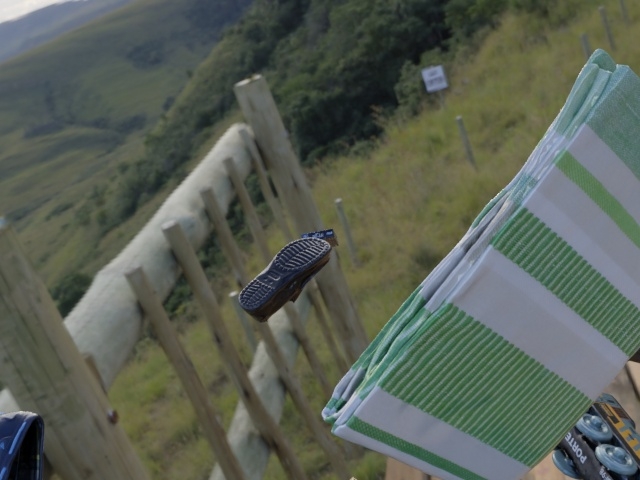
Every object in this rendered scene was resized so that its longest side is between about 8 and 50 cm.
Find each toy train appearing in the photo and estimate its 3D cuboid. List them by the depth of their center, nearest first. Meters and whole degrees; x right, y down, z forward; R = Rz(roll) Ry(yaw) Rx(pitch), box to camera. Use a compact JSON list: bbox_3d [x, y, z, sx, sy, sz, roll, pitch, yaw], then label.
[{"bbox_3d":[0.556,0.410,1.500,0.190,0.142,0.334,12,22,-17],"label":"toy train"}]

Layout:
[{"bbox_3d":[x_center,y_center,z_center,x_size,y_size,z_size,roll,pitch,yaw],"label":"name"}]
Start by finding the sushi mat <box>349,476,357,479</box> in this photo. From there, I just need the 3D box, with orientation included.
[{"bbox_3d":[-0.028,0.640,1.660,0.316,0.019,0.151,-43,2,-6],"label":"sushi mat"}]

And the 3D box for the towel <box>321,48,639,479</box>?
[{"bbox_3d":[0.175,0.051,0.596,0.324,0.248,0.038,-53,37,4],"label":"towel"}]

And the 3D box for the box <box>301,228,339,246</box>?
[{"bbox_3d":[0.000,0.000,1.589,0.067,0.018,0.083,-11,-15,7],"label":"box"}]

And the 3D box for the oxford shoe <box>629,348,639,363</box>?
[{"bbox_3d":[0.716,0.257,1.842,0.096,0.227,0.082,-56,14,26],"label":"oxford shoe"}]

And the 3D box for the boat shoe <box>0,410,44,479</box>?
[{"bbox_3d":[-0.381,0.334,0.930,0.089,0.258,0.109,-15,-19,18],"label":"boat shoe"}]

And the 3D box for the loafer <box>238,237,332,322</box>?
[{"bbox_3d":[-0.065,0.076,1.486,0.220,0.078,0.080,-38,50,-21],"label":"loafer"}]
